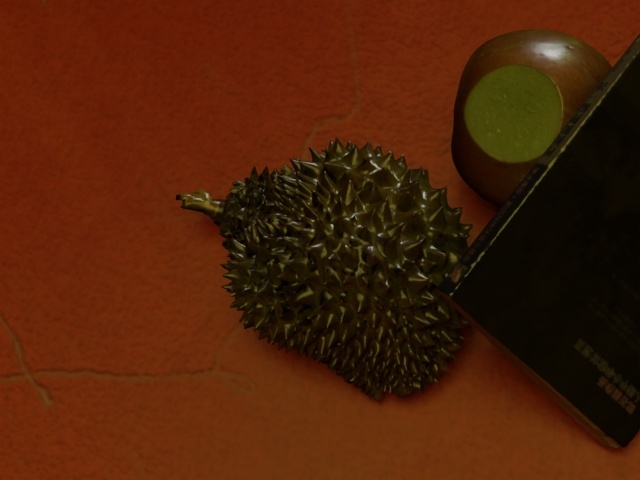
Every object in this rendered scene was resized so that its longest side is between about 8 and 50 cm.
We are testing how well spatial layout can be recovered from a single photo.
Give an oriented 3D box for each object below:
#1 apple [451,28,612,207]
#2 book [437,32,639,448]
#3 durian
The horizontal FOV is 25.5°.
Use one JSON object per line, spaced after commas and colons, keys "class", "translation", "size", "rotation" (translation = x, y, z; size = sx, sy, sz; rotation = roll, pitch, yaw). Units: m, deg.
{"class": "apple", "translation": [0.131, -0.074, 0.878], "size": [0.102, 0.099, 0.114], "rotation": [23, 101, 26]}
{"class": "book", "translation": [0.192, -0.009, 0.835], "size": [0.160, 0.024, 0.228], "rotation": [42, 82, -21]}
{"class": "durian", "translation": [0.000, 0.000, 0.875], "size": [0.208, 0.102, 0.146], "rotation": [24, 83, 20]}
